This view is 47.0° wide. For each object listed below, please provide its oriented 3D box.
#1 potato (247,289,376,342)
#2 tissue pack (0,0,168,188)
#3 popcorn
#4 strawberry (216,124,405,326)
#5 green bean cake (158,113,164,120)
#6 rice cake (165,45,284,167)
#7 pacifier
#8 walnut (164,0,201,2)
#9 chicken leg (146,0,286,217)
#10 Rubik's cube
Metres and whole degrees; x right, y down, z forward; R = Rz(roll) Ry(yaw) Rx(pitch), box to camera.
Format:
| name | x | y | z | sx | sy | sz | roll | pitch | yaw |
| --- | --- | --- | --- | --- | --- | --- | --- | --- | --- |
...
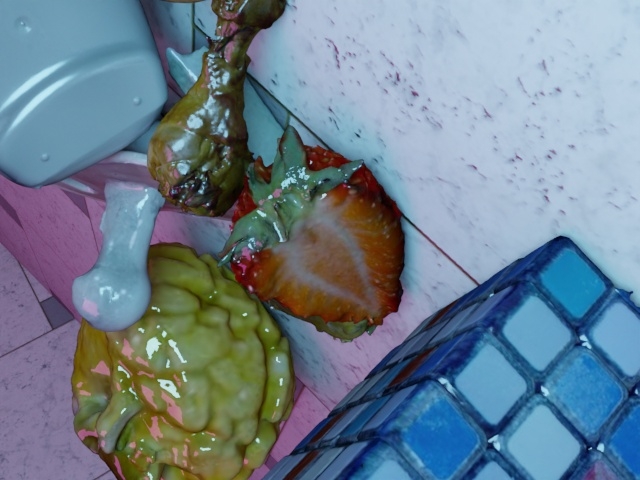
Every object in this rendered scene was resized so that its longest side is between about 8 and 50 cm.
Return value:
| name | x | y | z | sx | sy | sz | roll | pitch | yaw |
| --- | --- | --- | --- | --- | --- | --- | --- | --- | --- |
| potato | -0.022 | 0.048 | 0.892 | 0.225 | 0.090 | 0.117 | 27 | 147 | 42 |
| tissue pack | -0.307 | -0.237 | 0.699 | 0.236 | 0.229 | 0.333 | 47 | 165 | 41 |
| popcorn | -0.215 | 0.199 | 1.167 | 0.344 | 0.353 | 0.391 | -166 | 82 | -82 |
| strawberry | 0.014 | -0.008 | 0.737 | 0.228 | 0.174 | 0.098 | 26 | -157 | -38 |
| green bean cake | -0.272 | -0.173 | 1.032 | 0.136 | 0.056 | 0.135 | 49 | 157 | -1 |
| rice cake | -0.084 | -0.122 | 0.786 | 0.207 | 0.063 | 0.069 | 54 | 158 | -8 |
| pacifier | -0.226 | -0.045 | 0.895 | 0.331 | 0.273 | 0.221 | 7 | 132 | 25 |
| walnut | -0.107 | -0.269 | 0.509 | 0.165 | 0.165 | 0.197 | 12 | 137 | 52 |
| chicken leg | -0.095 | -0.130 | 0.683 | 0.087 | 0.107 | 0.252 | 32 | 121 | 18 |
| Rubik's cube | 0.151 | 0.220 | 0.618 | 0.292 | 0.287 | 0.293 | 49 | 156 | 2 |
